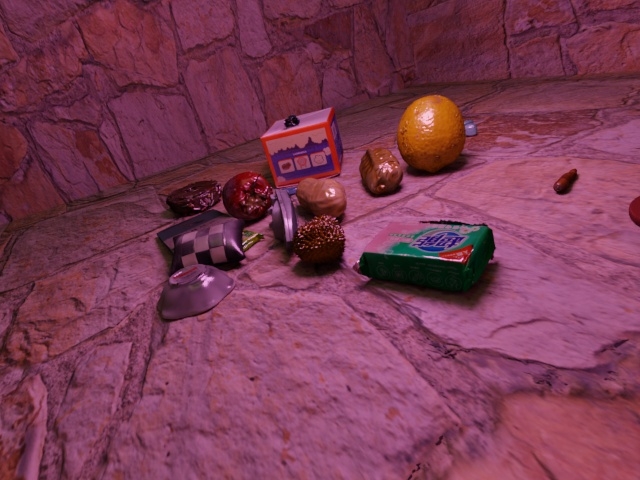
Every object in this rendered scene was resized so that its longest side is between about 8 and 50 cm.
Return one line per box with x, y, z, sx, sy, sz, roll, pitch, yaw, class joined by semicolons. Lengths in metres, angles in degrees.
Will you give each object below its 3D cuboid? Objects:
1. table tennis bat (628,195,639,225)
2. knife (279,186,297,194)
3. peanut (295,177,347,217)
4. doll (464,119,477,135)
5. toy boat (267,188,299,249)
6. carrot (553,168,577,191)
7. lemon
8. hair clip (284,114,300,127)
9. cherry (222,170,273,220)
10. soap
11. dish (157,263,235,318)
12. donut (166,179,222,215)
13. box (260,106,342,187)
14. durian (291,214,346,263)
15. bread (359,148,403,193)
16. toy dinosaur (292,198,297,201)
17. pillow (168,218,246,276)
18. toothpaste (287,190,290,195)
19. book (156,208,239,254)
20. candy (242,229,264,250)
0.866;-0.093;0.939;0.310;0.038;0.200;-26;27;-21;table tennis bat
-0.065;-0.235;1.770;0.244;0.032;0.058;-17;16;-15;knife
0.006;-0.156;1.450;0.148;0.147;0.319;-22;21;-15;peanut
0.650;-0.515;1.905;0.159;0.059;0.159;-4;29;19;doll
-0.118;-0.060;1.300;0.092;0.141;0.319;-6;24;-9;toy boat
0.730;-0.181;1.204;0.036;0.035;0.165;10;33;42;carrot
0.423;-0.414;1.559;0.258;0.309;0.258;5;-8;1;lemon
-0.127;-0.553;1.860;0.070;0.039;0.229;-14;21;4;hair clip
-0.296;-0.177;1.583;0.250;0.191;0.175;19;12;41;cherry
0.246;0.035;0.956;0.274;0.098;0.218;5;38;41;soap
-0.359;0.121;1.132;0.230;0.081;0.229;-13;25;6;dish
-0.587;-0.202;1.902;0.270;0.103;0.269;-10;25;5;donut
-0.068;-0.446;1.934;0.319;0.256;0.348;-12;26;11;box
0.000;0.000;1.134;0.168;0.136;0.158;-20;2;22;durian
0.230;-0.265;1.549;0.152;0.130;0.267;-47;19;18;bread
-0.125;-0.156;1.644;0.084;0.021;0.062;-14;12;4;toy dinosaur
-0.360;0.024;1.296;0.250;0.106;0.185;-14;43;2;pillow
-0.208;-0.167;1.693;0.164;0.034;0.046;-15;25;0;toothpaste
-0.474;-0.041;1.556;0.264;0.031;0.379;-27;23;-23;book
-0.282;-0.008;1.409;0.102;0.032;0.178;-34;30;-33;candy
